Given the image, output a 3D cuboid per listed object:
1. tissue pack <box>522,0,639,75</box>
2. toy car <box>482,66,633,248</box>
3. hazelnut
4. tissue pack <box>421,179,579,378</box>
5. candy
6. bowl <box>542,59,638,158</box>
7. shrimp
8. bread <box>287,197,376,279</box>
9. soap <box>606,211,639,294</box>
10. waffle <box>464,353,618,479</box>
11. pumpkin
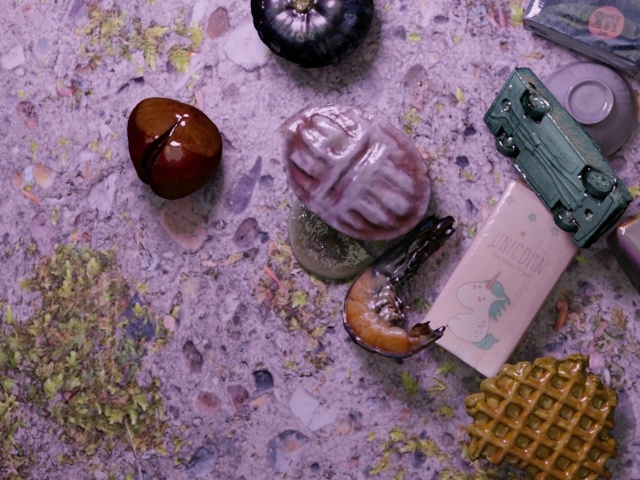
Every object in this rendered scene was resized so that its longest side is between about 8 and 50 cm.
[{"bbox_3d":[0.529,-0.484,1.646,0.228,0.103,0.316,26,91,10],"label":"tissue pack"},{"bbox_3d":[0.411,-0.149,1.594,0.097,0.141,0.321,-15,60,-32],"label":"toy car"},{"bbox_3d":[-0.282,-0.178,1.749,0.204,0.178,0.178,40,93,16],"label":"hazelnut"},{"bbox_3d":[0.327,0.073,1.655,0.170,0.071,0.325,32,91,12],"label":"tissue pack"},{"bbox_3d":[0.068,-0.123,1.675,0.289,0.157,0.214,38,97,6],"label":"candy"},{"bbox_3d":[0.475,-0.239,1.646,0.189,0.086,0.189,-1,85,11],"label":"bowl"},{"bbox_3d":[0.167,0.086,1.647,0.290,0.054,0.222,-49,45,2],"label":"shrimp"},{"bbox_3d":[0.000,0.005,1.739,0.112,0.036,0.193,-45,79,5],"label":"bread"},{"bbox_3d":[0.607,-0.006,1.554,0.199,0.182,0.138,-31,80,6],"label":"soap"},{"bbox_3d":[0.390,0.331,1.607,0.291,0.051,0.291,0,95,-1],"label":"waffle"},{"bbox_3d":[-0.018,-0.437,1.711,0.233,0.163,0.233,2,97,13],"label":"pumpkin"}]
